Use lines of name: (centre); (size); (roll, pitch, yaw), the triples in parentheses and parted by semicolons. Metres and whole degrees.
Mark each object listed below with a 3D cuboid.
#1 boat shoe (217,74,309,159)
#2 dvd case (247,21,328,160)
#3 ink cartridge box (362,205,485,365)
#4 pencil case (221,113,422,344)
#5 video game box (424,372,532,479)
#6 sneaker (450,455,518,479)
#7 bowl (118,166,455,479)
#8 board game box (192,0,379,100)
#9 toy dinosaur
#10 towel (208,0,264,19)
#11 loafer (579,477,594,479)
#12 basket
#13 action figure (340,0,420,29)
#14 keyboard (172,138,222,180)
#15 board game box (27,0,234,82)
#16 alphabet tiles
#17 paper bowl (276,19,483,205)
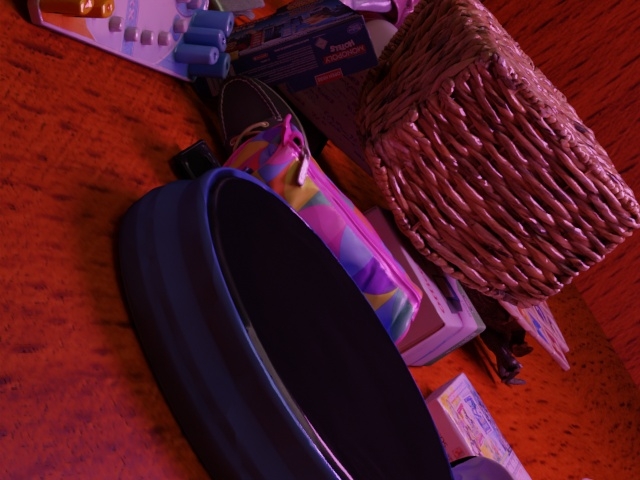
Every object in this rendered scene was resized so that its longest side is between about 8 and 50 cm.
boat shoe: (-0.051, -0.078, 1.761); (0.228, 0.081, 0.068); (65, 10, 22)
dvd case: (-0.057, -0.173, 2.116); (0.180, 0.022, 0.253); (56, 12, -7)
ink cartridge box: (0.091, 0.055, 1.956); (0.154, 0.093, 0.212); (60, 14, 13)
pencil case: (0.000, 0.000, 1.630); (0.236, 0.104, 0.104); (52, 13, -19)
video game box: (0.175, 0.245, 1.917); (0.187, 0.048, 0.205); (60, 12, 3)
sneaker: (0.182, 0.362, 1.511); (0.236, 0.130, 0.323); (61, 5, -31)
bowl: (-0.013, 0.111, 1.416); (0.391, 0.077, 0.391); (52, 15, -21)
board game box: (-0.038, -0.212, 1.915); (0.194, 0.194, 0.060); (-87, 159, -70)
toy dinosaur: (0.236, 0.088, 2.380); (0.313, 0.121, 0.160); (41, 33, -41)
towel: (-0.190, -0.403, 2.117); (0.325, 0.038, 0.248); (55, 13, -1)
loafer: (0.406, 0.365, 2.529); (0.039, 0.045, 0.125); (56, 13, 29)
basket: (0.171, -0.096, 1.927); (0.299, 0.213, 0.223); (43, 16, -29)
action figure: (0.115, -0.294, 2.471); (0.248, 0.275, 0.370); (-138, -142, -69)
keyboard: (-0.075, -0.012, 1.649); (0.180, 0.023, 0.108); (57, 19, -5)
board game box: (-0.143, -0.362, 1.636); (0.390, 0.050, 0.390); (10, 88, -73)
alphabet tiles: (0.233, 0.017, 2.322); (0.342, 0.011, 0.285); (42, 20, -51)
paper bowl: (0.093, -0.150, 2.087); (0.284, 0.148, 0.284); (43, 6, -6)
